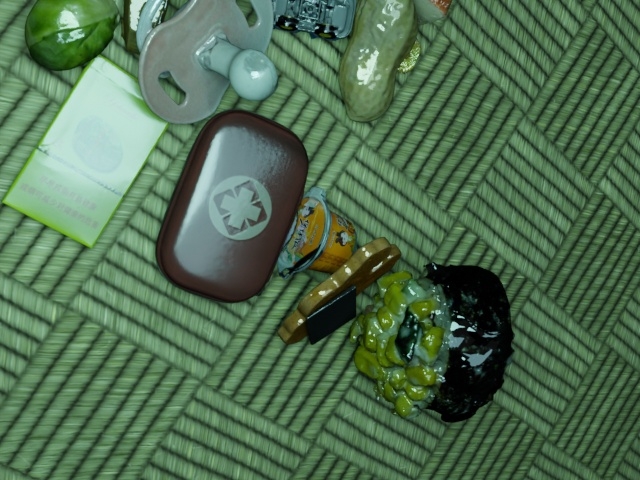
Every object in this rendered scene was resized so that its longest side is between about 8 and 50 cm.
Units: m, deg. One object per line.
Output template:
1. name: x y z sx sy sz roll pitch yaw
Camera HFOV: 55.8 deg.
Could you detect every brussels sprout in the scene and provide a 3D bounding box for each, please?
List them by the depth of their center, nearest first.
1. brussels sprout: -0.447 -0.386 1.091 0.183 0.145 0.131 -44 105 -9

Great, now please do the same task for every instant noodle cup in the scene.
1. instant noodle cup: 0.000 0.000 1.333 0.126 0.177 0.208 21 108 -37

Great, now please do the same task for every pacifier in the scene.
1. pacifier: -0.196 -0.358 1.145 0.273 0.220 0.332 42 82 -6

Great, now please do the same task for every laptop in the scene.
1. laptop: 0.025 0.171 1.369 0.135 0.197 0.016 -33 67 -13

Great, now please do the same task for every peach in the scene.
1. peach: 0.183 -0.437 1.389 0.098 0.061 0.098 4 114 8

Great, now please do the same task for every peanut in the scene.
1. peanut: 0.121 -0.407 1.306 0.149 0.149 0.313 8 113 -23

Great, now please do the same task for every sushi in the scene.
1. sushi: 0.240 0.212 1.363 0.286 0.328 0.327 8 54 -18

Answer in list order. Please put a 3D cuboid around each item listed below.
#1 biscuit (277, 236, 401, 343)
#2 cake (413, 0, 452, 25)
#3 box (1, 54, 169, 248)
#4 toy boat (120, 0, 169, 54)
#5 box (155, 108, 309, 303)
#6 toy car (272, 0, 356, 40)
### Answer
1. biscuit: 0.036 0.112 1.347 0.334 0.202 0.047 -43 69 12
2. cake: 0.268 -0.595 1.348 0.262 0.158 0.159 -36 114 -15
3. box: -0.444 -0.173 1.182 0.187 0.047 0.334 32 86 -23
4. toy boat: -0.318 -0.514 1.142 0.089 0.121 0.321 9 108 -23
5. box: -0.181 -0.069 1.271 0.263 0.108 0.403 21 89 -24
6. toy car: -0.026 -0.485 1.283 0.191 0.100 0.097 10 95 -3
